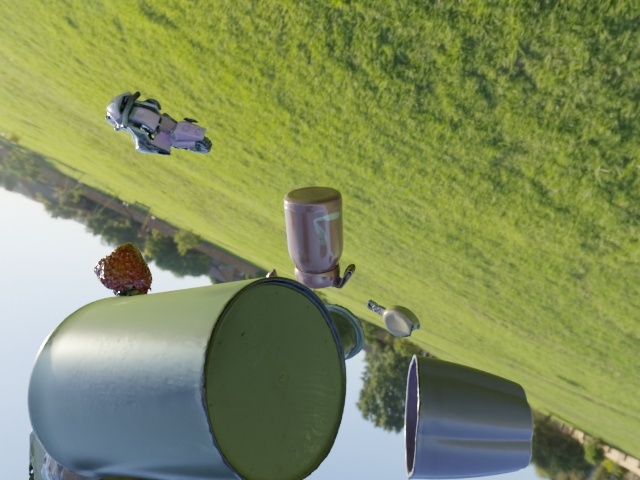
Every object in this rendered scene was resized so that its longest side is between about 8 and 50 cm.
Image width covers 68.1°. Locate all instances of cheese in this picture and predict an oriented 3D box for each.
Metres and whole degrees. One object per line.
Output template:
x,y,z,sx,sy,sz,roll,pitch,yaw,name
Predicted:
0.210,0.228,1.387,0.171,0.092,0.048,8,-152,41,cheese

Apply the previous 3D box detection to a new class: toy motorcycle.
-0.486,-0.338,1.393,0.328,0.143,0.188,16,164,1,toy motorcycle

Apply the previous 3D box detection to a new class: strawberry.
-0.577,0.070,1.416,0.175,0.106,0.236,10,-150,-43,strawberry

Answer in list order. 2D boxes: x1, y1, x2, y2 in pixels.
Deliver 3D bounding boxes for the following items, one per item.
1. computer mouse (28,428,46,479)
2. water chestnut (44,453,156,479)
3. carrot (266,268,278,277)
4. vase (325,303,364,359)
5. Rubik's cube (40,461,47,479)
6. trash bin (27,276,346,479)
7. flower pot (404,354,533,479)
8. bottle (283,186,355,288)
-0.883,0.724,1.661,0.145,0.228,0.428,48,-167,-54,computer mouse
-0.404,0.445,0.975,0.300,0.299,0.300,23,174,3,water chestnut
-0.209,0.188,1.984,0.072,0.072,0.204,23,134,6,carrot
0.000,0.398,1.770,0.245,0.244,0.291,20,-155,24,vase
-0.597,0.655,1.382,0.294,0.283,0.288,-22,-113,-46,Rubik's cube
-0.206,0.201,0.681,0.433,0.280,0.280,-14,150,36,trash bin
0.313,0.392,1.028,0.244,0.264,0.265,4,170,9,flower pot
0.000,0.000,1.416,0.207,0.296,0.173,4,-159,16,bottle
